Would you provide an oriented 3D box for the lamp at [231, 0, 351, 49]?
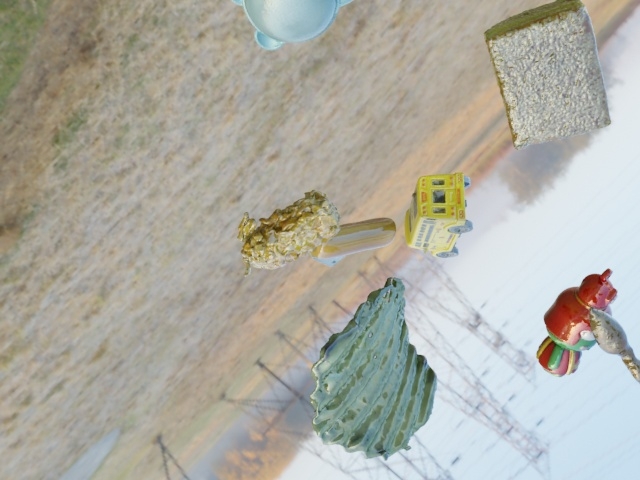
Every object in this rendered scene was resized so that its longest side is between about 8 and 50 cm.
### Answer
[{"bbox_3d":[-0.039,-0.532,1.537,0.284,0.147,0.209,-31,133,4],"label":"lamp"}]

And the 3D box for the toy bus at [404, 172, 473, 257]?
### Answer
[{"bbox_3d":[0.303,-0.057,1.894,0.330,0.152,0.144,86,4,-73],"label":"toy bus"}]

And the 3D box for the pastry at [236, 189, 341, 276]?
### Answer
[{"bbox_3d":[-0.077,-0.017,1.593,0.249,0.102,0.154,-27,152,10],"label":"pastry"}]

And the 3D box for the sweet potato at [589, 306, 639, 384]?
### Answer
[{"bbox_3d":[0.734,0.255,1.807,0.074,0.269,0.075,-37,-166,11],"label":"sweet potato"}]

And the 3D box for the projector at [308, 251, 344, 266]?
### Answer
[{"bbox_3d":[0.000,0.000,1.924,0.061,0.115,0.147,-39,159,10],"label":"projector"}]

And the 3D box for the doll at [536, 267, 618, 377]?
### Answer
[{"bbox_3d":[0.719,0.218,2.028,0.182,0.160,0.363,-23,144,-45],"label":"doll"}]

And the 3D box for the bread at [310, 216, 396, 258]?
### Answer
[{"bbox_3d":[0.080,-0.005,1.790,0.239,0.074,0.092,-12,-169,-29],"label":"bread"}]

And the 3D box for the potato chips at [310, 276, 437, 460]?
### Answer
[{"bbox_3d":[0.126,0.287,1.585,0.097,0.373,0.389,-1,-156,42],"label":"potato chips"}]

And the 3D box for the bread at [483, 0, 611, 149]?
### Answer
[{"bbox_3d":[0.413,-0.301,1.316,0.184,0.234,0.111,-16,-153,15],"label":"bread"}]
